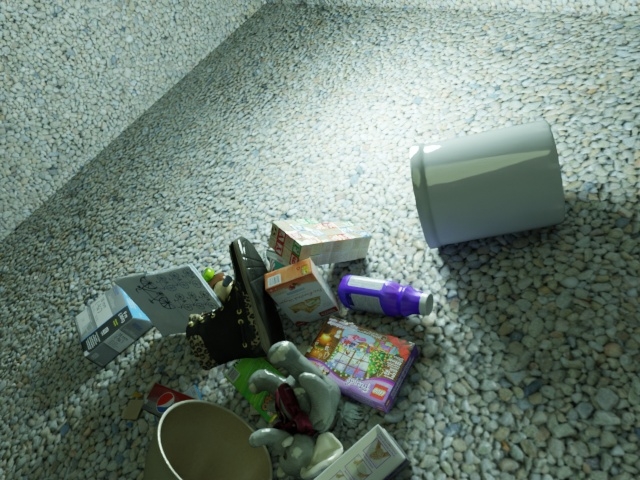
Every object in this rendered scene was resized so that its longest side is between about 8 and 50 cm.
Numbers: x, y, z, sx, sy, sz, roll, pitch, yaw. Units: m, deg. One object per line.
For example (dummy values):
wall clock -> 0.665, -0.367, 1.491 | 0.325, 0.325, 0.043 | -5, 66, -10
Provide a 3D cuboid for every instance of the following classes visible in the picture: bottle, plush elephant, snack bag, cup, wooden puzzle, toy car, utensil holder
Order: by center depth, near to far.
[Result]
plush elephant -> -0.063, 0.467, 1.283 | 0.272, 0.330, 0.255 | -47, 13, 48
cup -> -0.325, 0.622, 1.324 | 0.237, 0.331, 0.331 | -55, 43, 13
utensil holder -> 0.490, -0.164, 1.514 | 0.385, 0.328, 0.328 | -9, 49, 20
bottle -> 0.195, 0.171, 1.529 | 0.282, 0.118, 0.092 | 5, 55, 33
wooden puzzle -> -0.630, 0.571, 1.721 | 0.078, 0.014, 0.116 | -3, 51, 33
snack bag -> -0.497, 0.214, 1.733 | 0.342, 0.323, 0.037 | -10, 40, 22
toy car -> -0.321, 0.163, 1.752 | 0.188, 0.155, 0.149 | -28, 36, 48

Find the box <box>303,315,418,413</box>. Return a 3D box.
box -> 0.103, 0.343, 1.451 | 0.293, 0.057, 0.201 | 13, 53, 34

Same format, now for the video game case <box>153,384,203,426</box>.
video game case -> -0.449, 0.556, 1.629 | 0.166, 0.015, 0.119 | -37, 45, -5

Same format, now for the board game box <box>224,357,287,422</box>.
board game box -> -0.180, 0.428, 1.528 | 0.259, 0.039, 0.124 | 27, 76, 47

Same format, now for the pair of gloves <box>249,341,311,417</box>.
pair of gloves -> -0.108, 0.414, 1.544 | 0.204, 0.042, 0.240 | -6, 49, 25

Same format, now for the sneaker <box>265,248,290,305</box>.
sneaker -> -0.139, 0.134, 1.756 | 0.295, 0.123, 0.178 | -160, 85, -72

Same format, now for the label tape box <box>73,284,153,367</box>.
label tape box -> -0.773, 0.288, 1.980 | 0.333, 0.106, 0.240 | -40, 45, -7

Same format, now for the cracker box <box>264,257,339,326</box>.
cracker box -> -0.054, 0.168, 1.590 | 0.155, 0.232, 0.067 | -21, 46, 12

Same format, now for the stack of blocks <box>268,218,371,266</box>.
stack of blocks -> 0.000, 0.000, 1.685 | 0.297, 0.087, 0.171 | -7, 31, -38

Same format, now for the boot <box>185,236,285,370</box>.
boot -> -0.287, 0.205, 1.582 | 0.284, 0.138, 0.377 | -22, 82, 20

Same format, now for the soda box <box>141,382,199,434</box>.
soda box -> -0.424, 0.526, 1.570 | 0.263, 0.083, 0.092 | 9, 58, 33

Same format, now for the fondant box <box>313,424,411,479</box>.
fondant box -> 0.050, 0.574, 1.163 | 0.330, 0.238, 0.096 | -40, 63, -7
